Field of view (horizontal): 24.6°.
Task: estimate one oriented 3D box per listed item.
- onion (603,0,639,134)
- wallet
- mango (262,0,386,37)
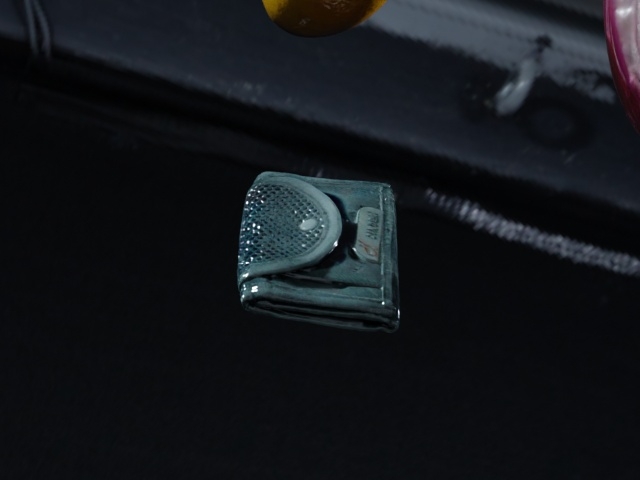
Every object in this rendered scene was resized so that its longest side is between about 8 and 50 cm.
[{"bbox_3d":[0.335,-0.104,0.786,0.336,0.260,0.282,23,-83,33],"label":"onion"},{"bbox_3d":[0.000,0.000,0.804,0.088,0.026,0.129,7,-147,-4],"label":"wallet"},{"bbox_3d":[0.016,-0.224,0.976,0.112,0.219,0.145,-2,-134,-27],"label":"mango"}]
